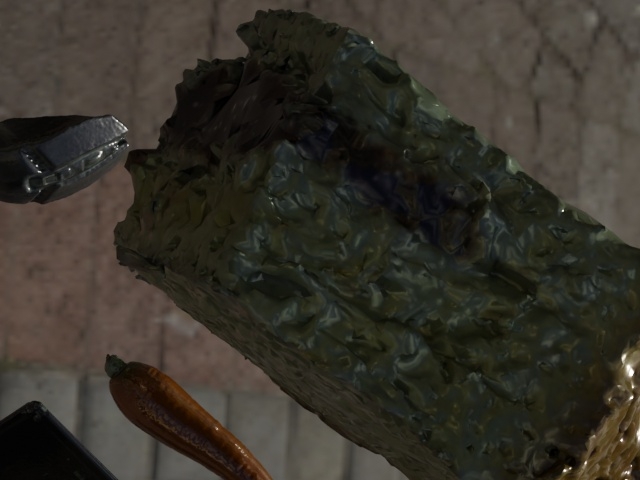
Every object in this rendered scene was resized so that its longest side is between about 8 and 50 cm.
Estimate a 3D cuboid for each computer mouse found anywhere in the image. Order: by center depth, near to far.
[{"bbox_3d":[-0.302,-0.087,2.039,0.192,0.062,0.106,-12,139,-12],"label":"computer mouse"}]

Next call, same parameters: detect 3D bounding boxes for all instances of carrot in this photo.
[{"bbox_3d":[-0.071,0.114,1.064,0.142,0.035,0.035,40,52,-2],"label":"carrot"}]

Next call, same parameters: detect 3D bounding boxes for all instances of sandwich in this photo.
[{"bbox_3d":[0.047,0.031,0.813,0.131,0.262,0.325,-54,149,-5],"label":"sandwich"}]

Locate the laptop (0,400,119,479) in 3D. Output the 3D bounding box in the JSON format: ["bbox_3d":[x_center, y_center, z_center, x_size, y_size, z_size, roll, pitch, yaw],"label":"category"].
[{"bbox_3d":[-0.289,0.257,1.958,0.180,0.129,0.016,49,21,-21],"label":"laptop"}]
